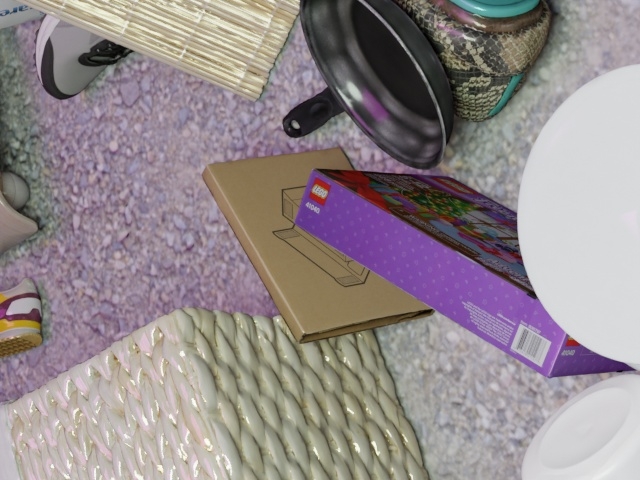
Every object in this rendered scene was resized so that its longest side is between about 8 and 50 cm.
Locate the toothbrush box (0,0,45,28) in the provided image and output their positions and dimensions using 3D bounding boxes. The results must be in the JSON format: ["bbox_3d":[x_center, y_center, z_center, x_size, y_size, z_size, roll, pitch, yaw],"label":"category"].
[{"bbox_3d":[-0.341,-0.399,1.852,0.206,0.122,0.283,64,161,22],"label":"toothbrush box"}]

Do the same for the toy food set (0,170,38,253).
[{"bbox_3d":[-0.429,-0.116,2.036,0.220,0.092,0.306,-27,63,38],"label":"toy food set"}]

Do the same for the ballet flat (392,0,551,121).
[{"bbox_3d":[0.030,-0.289,1.612,0.483,0.164,0.182,52,145,28],"label":"ballet flat"}]

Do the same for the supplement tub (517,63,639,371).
[{"bbox_3d":[0.314,-0.013,1.228,0.235,0.325,0.235,-2,88,40],"label":"supplement tub"}]

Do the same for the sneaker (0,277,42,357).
[{"bbox_3d":[-0.406,0.097,2.002,0.185,0.069,0.084,-12,69,21],"label":"sneaker"}]

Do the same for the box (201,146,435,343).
[{"bbox_3d":[0.000,0.000,1.604,0.201,0.164,0.021,59,138,26],"label":"box"}]

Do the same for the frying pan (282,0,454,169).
[{"bbox_3d":[0.049,-0.125,1.572,0.197,0.053,0.326,48,162,16],"label":"frying pan"}]

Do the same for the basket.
[{"bbox_3d":[-0.081,0.251,1.562,0.266,0.328,0.331,-34,67,30],"label":"basket"}]

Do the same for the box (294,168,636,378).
[{"bbox_3d":[0.148,0.022,1.451,0.293,0.201,0.057,31,109,36],"label":"box"}]

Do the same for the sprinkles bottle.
[{"bbox_3d":[0.294,0.260,1.242,0.121,0.121,0.355,-27,111,37],"label":"sprinkles bottle"}]

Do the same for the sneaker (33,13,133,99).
[{"bbox_3d":[-0.214,-0.240,1.841,0.271,0.100,0.108,-44,67,30],"label":"sneaker"}]

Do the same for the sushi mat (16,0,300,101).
[{"bbox_3d":[-0.178,-0.265,1.721,0.019,0.316,0.151,-87,21,-68],"label":"sushi mat"}]
